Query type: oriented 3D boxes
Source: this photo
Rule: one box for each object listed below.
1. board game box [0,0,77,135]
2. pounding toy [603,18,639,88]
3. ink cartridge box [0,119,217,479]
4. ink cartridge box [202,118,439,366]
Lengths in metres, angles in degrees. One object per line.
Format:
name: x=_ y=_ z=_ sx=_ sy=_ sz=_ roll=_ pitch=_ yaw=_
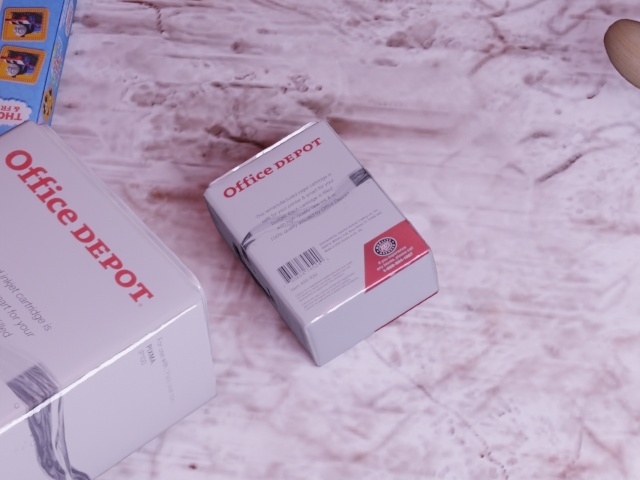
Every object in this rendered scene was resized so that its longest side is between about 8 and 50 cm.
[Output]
board game box: x=-0.269 y=-0.137 z=1.422 sx=0.160 sy=0.039 sz=0.211 roll=3 pitch=53 yaw=4
pounding toy: x=0.331 y=-0.134 z=1.237 sx=0.269 sy=0.155 sz=0.154 roll=-22 pitch=51 yaw=-3
ink cartridge box: x=-0.234 y=0.080 z=1.221 sx=0.283 sy=0.117 sz=0.207 roll=-33 pitch=56 yaw=-21
ink cartridge box: x=0.000 y=0.000 z=1.281 sx=0.099 sy=0.056 sz=0.135 roll=-31 pitch=57 yaw=-9
